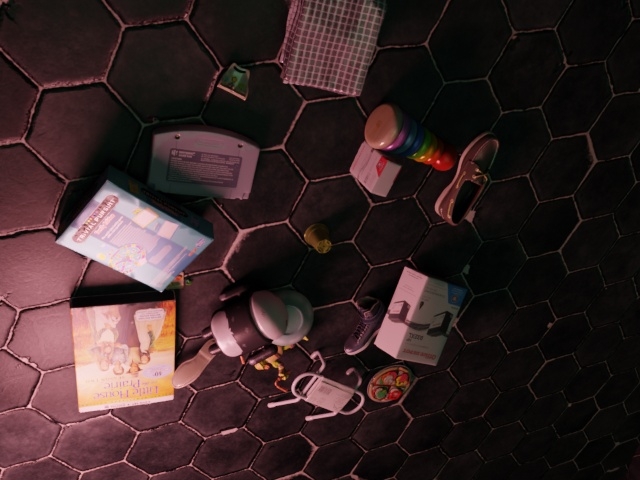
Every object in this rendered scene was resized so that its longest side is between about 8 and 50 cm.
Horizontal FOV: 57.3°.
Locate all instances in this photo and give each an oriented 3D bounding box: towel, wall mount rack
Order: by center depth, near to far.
[{"bbox_3d":[0.030,-0.526,1.528,0.234,0.121,0.284,3,119,-23],"label":"towel"},{"bbox_3d":[-0.015,0.581,2.213,0.350,0.130,0.304,32,102,-34],"label":"wall mount rack"}]

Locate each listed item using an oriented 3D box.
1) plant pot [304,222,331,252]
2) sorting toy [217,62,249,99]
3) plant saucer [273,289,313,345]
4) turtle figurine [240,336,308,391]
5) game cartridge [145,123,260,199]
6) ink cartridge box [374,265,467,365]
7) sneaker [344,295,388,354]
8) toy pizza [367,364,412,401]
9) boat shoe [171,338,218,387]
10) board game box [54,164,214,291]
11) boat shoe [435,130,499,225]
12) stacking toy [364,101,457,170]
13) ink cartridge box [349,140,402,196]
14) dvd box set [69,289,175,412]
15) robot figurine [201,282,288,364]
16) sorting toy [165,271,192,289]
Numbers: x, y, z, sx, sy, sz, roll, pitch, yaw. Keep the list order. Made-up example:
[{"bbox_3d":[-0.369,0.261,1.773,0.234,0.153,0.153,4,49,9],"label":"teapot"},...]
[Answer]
[{"bbox_3d":[0.000,0.000,1.873,0.083,0.079,0.083,-11,124,-16],"label":"plant pot"},{"bbox_3d":[-0.223,-0.423,1.542,0.083,0.045,0.075,22,103,-31],"label":"sorting toy"},{"bbox_3d":[-0.113,0.265,1.973,0.194,0.037,0.195,-2,98,-15],"label":"plant saucer"},{"bbox_3d":[-0.149,0.389,2.051,0.217,0.087,0.270,-42,112,-5],"label":"turtle figurine"},{"bbox_3d":[-0.323,-0.219,1.622,0.294,0.060,0.196,4,122,-24],"label":"game cartridge"},{"bbox_3d":[0.360,0.274,2.102,0.223,0.129,0.308,18,96,-36],"label":"ink cartridge box"},{"bbox_3d":[0.146,0.299,2.109,0.226,0.086,0.163,-44,136,-2],"label":"sneaker"},{"bbox_3d":[0.287,0.590,2.391,0.201,0.032,0.201,-10,124,-16],"label":"toy pizza"},{"bbox_3d":[-0.405,0.418,1.956,0.206,0.075,0.065,-45,156,-14],"label":"boat shoe"},{"bbox_3d":[-0.507,-0.023,1.626,0.336,0.079,0.253,33,116,-34],"label":"board game box"},{"bbox_3d":[0.499,-0.201,1.936,0.116,0.097,0.325,18,113,-30],"label":"boat shoe"},{"bbox_3d":[0.293,-0.292,1.785,0.330,0.141,0.141,20,112,-36],"label":"stacking toy"},{"bbox_3d":[0.163,-0.217,1.759,0.063,0.150,0.109,13,115,-32],"label":"ink cartridge box"},{"bbox_3d":[-0.618,0.354,1.858,0.307,0.062,0.421,-2,121,-20],"label":"dvd box set"},{"bbox_3d":[-0.237,0.270,1.876,0.278,0.174,0.209,-26,124,13],"label":"robot figurine"},{"bbox_3d":[-0.439,0.123,1.814,0.083,0.012,0.062,-5,122,-19],"label":"sorting toy"}]
